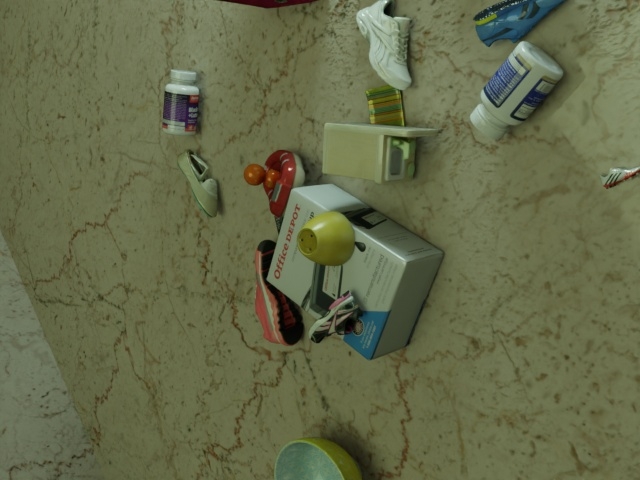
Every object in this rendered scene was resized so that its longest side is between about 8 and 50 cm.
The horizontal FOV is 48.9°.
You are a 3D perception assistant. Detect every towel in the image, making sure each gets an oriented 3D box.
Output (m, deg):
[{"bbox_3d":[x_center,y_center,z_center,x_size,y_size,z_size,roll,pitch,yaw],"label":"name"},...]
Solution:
[{"bbox_3d":[0.168,-0.263,1.740,0.102,0.021,0.237,-5,95,44],"label":"towel"}]

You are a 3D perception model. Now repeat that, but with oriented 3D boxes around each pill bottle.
[{"bbox_3d":[0.399,-0.305,1.458,0.112,0.112,0.187,54,128,22],"label":"pill bottle"},{"bbox_3d":[-0.436,-0.432,2.206,0.108,0.108,0.194,22,112,38],"label":"pill bottle"}]

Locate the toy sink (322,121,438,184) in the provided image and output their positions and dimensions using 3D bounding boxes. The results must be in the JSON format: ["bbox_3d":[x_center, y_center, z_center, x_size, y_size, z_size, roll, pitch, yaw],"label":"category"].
[{"bbox_3d":[0.142,-0.206,1.664,0.234,0.152,0.131,11,105,35],"label":"toy sink"}]

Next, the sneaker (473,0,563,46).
[{"bbox_3d":[0.423,-0.464,1.451,0.209,0.069,0.082,-16,120,35],"label":"sneaker"}]

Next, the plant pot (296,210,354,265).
[{"bbox_3d":[0.000,0.000,1.665,0.134,0.095,0.134,7,100,40],"label":"plant pot"}]

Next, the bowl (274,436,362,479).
[{"bbox_3d":[0.023,0.670,1.949,0.289,0.156,0.290,9,104,41],"label":"bowl"}]

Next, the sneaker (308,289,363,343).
[{"bbox_3d":[0.037,0.203,1.688,0.077,0.072,0.178,48,133,12],"label":"sneaker"}]

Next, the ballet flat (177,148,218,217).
[{"bbox_3d":[-0.375,-0.188,2.220,0.086,0.086,0.248,-49,64,36],"label":"ballet flat"}]

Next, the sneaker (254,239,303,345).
[{"bbox_3d":[-0.155,0.157,2.049,0.136,0.115,0.314,-12,90,44],"label":"sneaker"}]

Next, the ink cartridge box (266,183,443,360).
[{"bbox_3d":[0.072,0.068,1.788,0.394,0.166,0.286,34,119,34],"label":"ink cartridge box"}]

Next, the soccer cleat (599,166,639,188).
[{"bbox_3d":[0.586,-0.131,1.375,0.083,0.029,0.036,-30,81,46],"label":"soccer cleat"}]

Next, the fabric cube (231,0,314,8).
[{"bbox_3d":[-0.152,-0.746,1.786,0.254,0.258,0.259,6,102,41],"label":"fabric cube"}]

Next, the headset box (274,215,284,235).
[{"bbox_3d":[-0.095,-0.047,2.014,0.062,0.032,0.083,-14,90,43],"label":"headset box"}]

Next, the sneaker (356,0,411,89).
[{"bbox_3d":[0.169,-0.470,1.659,0.115,0.090,0.232,-30,78,38],"label":"sneaker"}]

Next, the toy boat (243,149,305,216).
[{"bbox_3d":[-0.134,-0.167,1.899,0.231,0.151,0.151,-107,35,-66],"label":"toy boat"}]
